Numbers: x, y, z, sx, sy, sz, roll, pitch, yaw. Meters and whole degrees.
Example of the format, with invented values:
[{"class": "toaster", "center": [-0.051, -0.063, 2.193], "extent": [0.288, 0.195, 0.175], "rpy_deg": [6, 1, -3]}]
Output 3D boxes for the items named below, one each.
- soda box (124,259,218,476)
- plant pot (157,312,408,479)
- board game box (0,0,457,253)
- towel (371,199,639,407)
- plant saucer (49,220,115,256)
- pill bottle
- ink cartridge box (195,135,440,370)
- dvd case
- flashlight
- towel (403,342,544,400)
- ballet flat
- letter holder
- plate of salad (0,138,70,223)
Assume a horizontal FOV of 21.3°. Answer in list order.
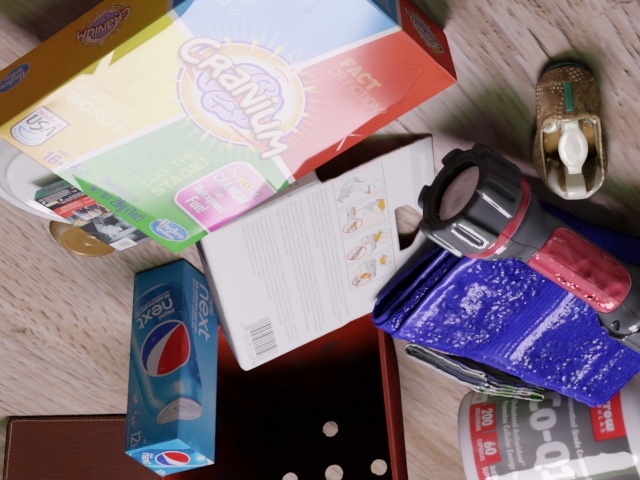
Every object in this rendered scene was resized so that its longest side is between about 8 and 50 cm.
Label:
[{"class": "soda box", "center": [-0.153, 0.131, 1.769], "extent": [0.067, 0.210, 0.071], "rpy_deg": [-17, 144, 24]}, {"class": "plant pot", "center": [-0.017, 0.243, 1.926], "extent": [0.267, 0.267, 0.236], "rpy_deg": [-11, 158, 15]}, {"class": "board game box", "center": [-0.082, -0.135, 1.438], "extent": [0.316, 0.064, 0.242], "rpy_deg": [-31, 138, 23]}, {"class": "towel", "center": [0.238, 0.069, 1.779], "extent": [0.308, 0.076, 0.227], "rpy_deg": [18, 134, -28]}, {"class": "plant saucer", "center": [-0.234, -0.005, 1.734], "extent": [0.083, 0.015, 0.083], "rpy_deg": [0, 148, 0]}, {"class": "pill bottle", "center": [0.316, 0.225, 1.976], "extent": [0.283, 0.161, 0.161], "rpy_deg": [-14, 145, 20]}, {"class": "ink cartridge box", "center": [0.000, 0.000, 1.712], "extent": [0.239, 0.060, 0.275], "rpy_deg": [-25, 148, -9]}, {"class": "dvd case", "center": [-0.198, -0.029, 1.611], "extent": [0.087, 0.013, 0.119], "rpy_deg": [-19, 143, 32]}, {"class": "flashlight", "center": [0.233, 0.021, 1.622], "extent": [0.304, 0.103, 0.103], "rpy_deg": [32, 154, -26]}, {"class": "towel", "center": [0.173, 0.143, 1.892], "extent": [0.113, 0.023, 0.152], "rpy_deg": [26, -174, 34]}, {"class": "ballet flat", "center": [0.230, -0.080, 1.579], "extent": [0.073, 0.067, 0.206], "rpy_deg": [-8, 147, 11]}, {"class": "letter holder", "center": [-0.231, 0.342, 2.094], "extent": [0.302, 0.214, 0.152], "rpy_deg": [-1, 147, 0]}, {"class": "plate of salad", "center": [-0.220, -0.072, 1.599], "extent": [0.200, 0.048, 0.200], "rpy_deg": [2, 150, 1]}]
